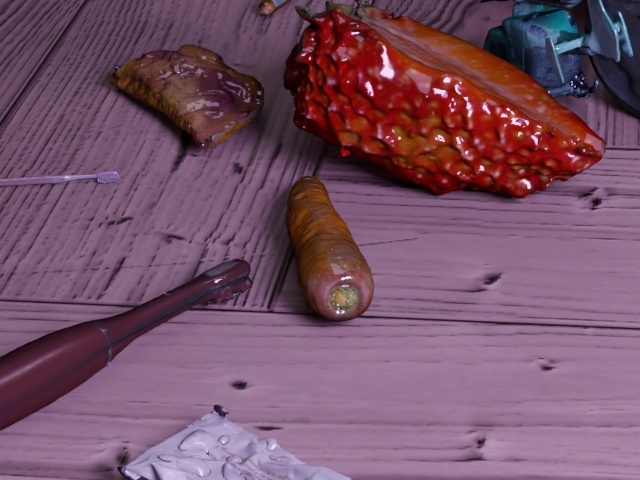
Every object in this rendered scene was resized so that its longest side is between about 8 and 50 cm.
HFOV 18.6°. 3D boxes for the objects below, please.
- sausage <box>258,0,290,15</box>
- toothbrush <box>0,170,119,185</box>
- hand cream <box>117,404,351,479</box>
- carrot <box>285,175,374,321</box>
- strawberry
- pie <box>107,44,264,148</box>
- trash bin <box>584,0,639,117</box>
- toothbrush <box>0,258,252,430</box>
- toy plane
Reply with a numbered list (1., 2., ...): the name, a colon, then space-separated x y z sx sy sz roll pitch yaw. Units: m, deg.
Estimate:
1. sausage: -0.027 -0.213 1.674 0.015 0.015 0.100 12 31 25
2. toothbrush: -0.190 -0.042 1.377 0.097 0.006 0.008 -3 32 -1
3. hand cream: 0.015 0.138 0.985 0.257 0.050 0.084 12 29 38
4. carrot: 0.000 0.000 1.253 0.047 0.047 0.191 -6 23 -7
5. strawberry: 0.082 -0.087 1.360 0.228 0.098 0.174 24 16 4
6. pie: -0.094 -0.113 1.473 0.092 0.034 0.170 -23 33 -26
7. trash bin: 0.282 -0.168 1.433 0.175 0.175 0.161 22 49 37
8. toothbrush: -0.173 0.082 1.113 0.041 0.041 0.364 22 36 38
9. toy plane: 0.166 -0.143 1.409 0.060 0.096 0.235 -15 11 -14
